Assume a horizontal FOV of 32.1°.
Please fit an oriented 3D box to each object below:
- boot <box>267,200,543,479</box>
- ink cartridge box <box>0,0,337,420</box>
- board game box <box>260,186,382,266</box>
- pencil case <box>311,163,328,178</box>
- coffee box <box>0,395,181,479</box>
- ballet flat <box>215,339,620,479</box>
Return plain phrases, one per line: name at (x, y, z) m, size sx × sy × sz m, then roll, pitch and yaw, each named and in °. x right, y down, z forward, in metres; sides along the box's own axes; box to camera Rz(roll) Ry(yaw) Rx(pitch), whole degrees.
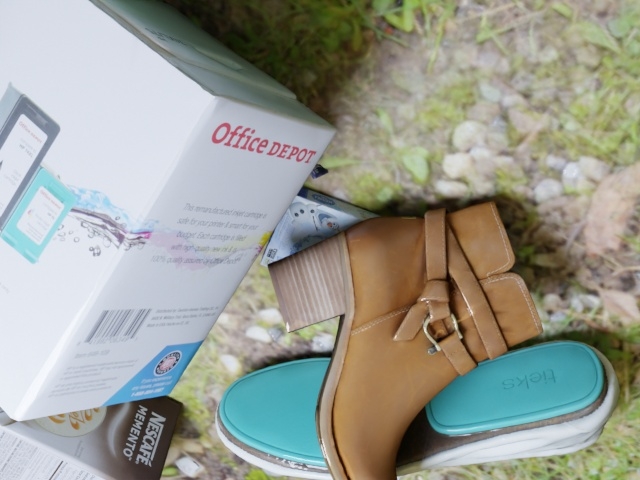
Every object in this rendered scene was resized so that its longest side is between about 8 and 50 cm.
boot at (0.094, 0.114, 1.002) m, size 0.220 × 0.109 × 0.283 m, roll -16°, pitch 87°, yaw -2°
ink cartridge box at (-0.163, -0.038, 0.844) m, size 0.197 × 0.198 × 0.270 m, roll 39°, pitch 104°, yaw 21°
board game box at (0.000, 0.000, 1.044) m, size 0.090 × 0.020 × 0.090 m, roll 21°, pitch 126°, yaw -7°
pencil case at (-0.094, -0.028, 0.980) m, size 0.209 × 0.098 × 0.095 m, roll -43°, pitch 70°, yaw 21°
coffee box at (-0.284, 0.190, 1.153) m, size 0.246 × 0.141 × 0.098 m, roll 29°, pitch 124°, yaw -14°
ballet flat at (0.097, 0.187, 1.112) m, size 0.400 × 0.139 × 0.139 m, roll -8°, pitch 124°, yaw 13°
